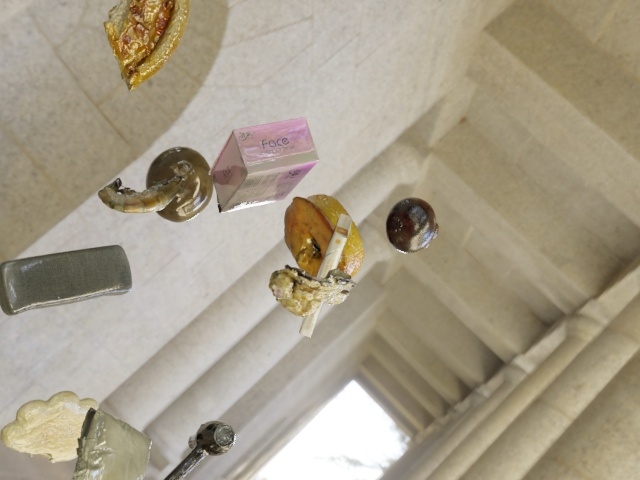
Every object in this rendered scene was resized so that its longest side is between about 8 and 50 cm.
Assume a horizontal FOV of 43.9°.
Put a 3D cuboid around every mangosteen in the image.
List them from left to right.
[{"bbox_3d":[0.217,-0.034,1.829,0.140,0.140,0.140,44,-14,14],"label":"mangosteen"}]

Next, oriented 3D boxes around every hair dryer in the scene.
[{"bbox_3d":[-0.271,0.443,1.559,0.075,0.219,0.195,50,-32,-3],"label":"hair dryer"}]

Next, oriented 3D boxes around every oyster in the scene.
[{"bbox_3d":[-0.004,0.086,1.315,0.163,0.081,0.191,-7,-9,40],"label":"oyster"}]

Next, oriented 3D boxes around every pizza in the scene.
[{"bbox_3d":[-0.314,-0.408,1.469,0.134,0.271,0.056,36,-13,-32],"label":"pizza"}]

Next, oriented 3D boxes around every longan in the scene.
[{"bbox_3d":[-0.347,-0.138,1.959,0.167,0.187,0.167,9,-19,3],"label":"longan"}]

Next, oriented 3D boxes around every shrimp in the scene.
[{"bbox_3d":[-0.372,-0.106,1.657,0.150,0.217,0.051,12,-66,19],"label":"shrimp"}]

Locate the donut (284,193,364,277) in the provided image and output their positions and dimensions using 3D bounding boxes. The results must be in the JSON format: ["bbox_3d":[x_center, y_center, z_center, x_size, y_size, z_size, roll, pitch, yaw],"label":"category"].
[{"bbox_3d":[0.002,0.002,1.964,0.253,0.118,0.253,35,-39,35],"label":"donut"}]

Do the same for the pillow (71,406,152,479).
[{"bbox_3d":[-0.332,0.388,1.216,0.050,0.230,0.148,-12,-36,36],"label":"pillow"}]

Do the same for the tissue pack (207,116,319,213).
[{"bbox_3d":[-0.112,-0.139,1.513,0.246,0.148,0.092,141,-66,-66],"label":"tissue pack"}]

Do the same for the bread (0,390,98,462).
[{"bbox_3d":[-0.617,0.438,1.874,0.039,0.182,0.251,45,1,38],"label":"bread"}]

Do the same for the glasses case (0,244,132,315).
[{"bbox_3d":[-0.618,0.092,1.931,0.074,0.323,0.131,-20,-98,49],"label":"glasses case"}]

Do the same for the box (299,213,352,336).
[{"bbox_3d":[0.010,0.067,1.546,0.032,0.220,0.122,20,22,0],"label":"box"}]
